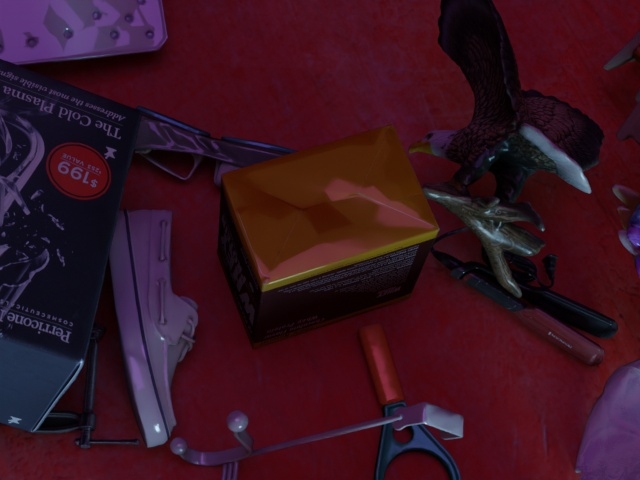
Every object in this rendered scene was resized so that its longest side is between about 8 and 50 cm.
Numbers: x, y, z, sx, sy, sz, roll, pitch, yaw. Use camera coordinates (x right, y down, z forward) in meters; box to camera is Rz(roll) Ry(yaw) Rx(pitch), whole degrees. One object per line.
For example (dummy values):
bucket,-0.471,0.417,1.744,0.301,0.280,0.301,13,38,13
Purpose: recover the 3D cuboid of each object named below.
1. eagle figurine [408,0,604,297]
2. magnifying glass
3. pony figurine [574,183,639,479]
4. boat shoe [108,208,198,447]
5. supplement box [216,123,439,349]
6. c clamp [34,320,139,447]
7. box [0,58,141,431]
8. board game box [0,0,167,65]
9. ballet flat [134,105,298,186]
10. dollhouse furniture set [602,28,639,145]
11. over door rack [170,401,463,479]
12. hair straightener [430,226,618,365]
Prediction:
eagle figurine,0.199,-0.132,1.492,0.225,0.226,0.298,18,58,9
magnifying glass,0.085,0.198,1.458,0.092,0.026,0.231,-12,66,-11
pony figurine,0.435,0.129,1.412,0.363,0.303,0.351,22,64,-19
boat shoe,-0.172,0.086,1.452,0.088,0.096,0.267,-8,61,-9
supplement box,0.000,0.000,1.446,0.191,0.194,0.129,-17,69,-13
c clamp,-0.263,0.147,1.453,0.137,0.022,0.160,-4,67,-2
box,-0.386,-0.023,1.353,0.343,0.179,0.312,19,54,-17
board game box,-0.398,-0.388,1.569,0.390,0.050,0.389,-9,89,-17
ballet flat,-0.126,-0.096,1.560,0.213,0.072,0.068,16,92,3
dollhouse furniture set,0.451,-0.154,1.532,0.262,0.135,0.259,49,35,15
over door rack,-0.027,0.280,1.280,0.324,0.108,0.239,-13,61,33
hair straightener,0.231,0.050,1.536,0.230,0.047,0.089,28,58,13
